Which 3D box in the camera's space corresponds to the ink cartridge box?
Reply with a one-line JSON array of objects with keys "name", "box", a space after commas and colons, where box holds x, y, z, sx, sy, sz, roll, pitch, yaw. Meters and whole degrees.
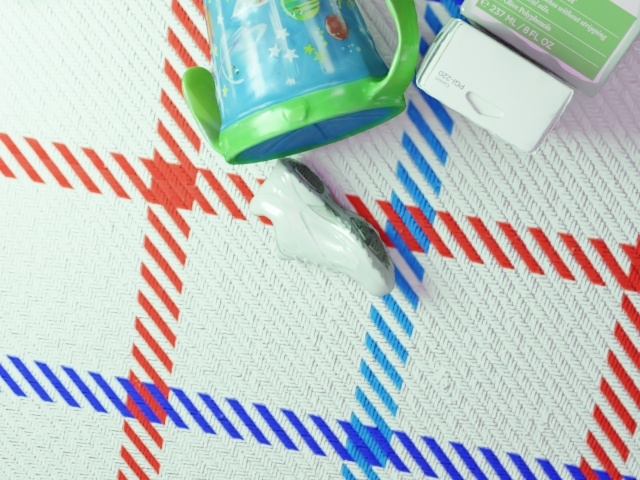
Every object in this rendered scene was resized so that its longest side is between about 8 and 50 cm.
[{"name": "ink cartridge box", "box": [0.200, -0.190, 1.164, 0.159, 0.218, 0.092, 31, 106, -3]}]

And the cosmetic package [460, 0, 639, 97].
[{"name": "cosmetic package", "box": [0.341, -0.375, 1.134, 0.197, 0.155, 0.365, 32, 107, 1]}]

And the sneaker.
[{"name": "sneaker", "box": [0.000, 0.000, 1.316, 0.232, 0.090, 0.115, 46, 112, 3]}]

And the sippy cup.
[{"name": "sippy cup", "box": [-0.036, -0.232, 1.185, 0.305, 0.240, 0.224, -17, 89, 3]}]
